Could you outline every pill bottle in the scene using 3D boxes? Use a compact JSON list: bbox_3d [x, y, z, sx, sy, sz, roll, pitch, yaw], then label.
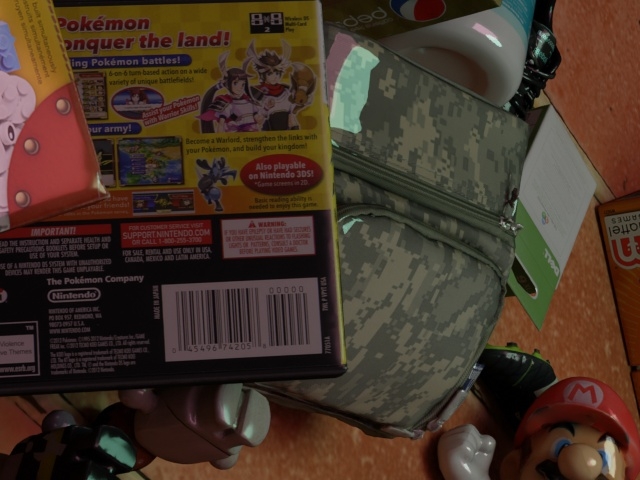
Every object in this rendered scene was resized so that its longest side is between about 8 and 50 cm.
[{"bbox_3d":[0.123,-0.249,1.563,0.146,0.146,0.264,42,49,-41],"label":"pill bottle"}]

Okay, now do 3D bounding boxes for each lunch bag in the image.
[{"bbox_3d":[0.000,0.000,1.289,0.305,0.213,0.256,22,77,-51],"label":"lunch bag"}]

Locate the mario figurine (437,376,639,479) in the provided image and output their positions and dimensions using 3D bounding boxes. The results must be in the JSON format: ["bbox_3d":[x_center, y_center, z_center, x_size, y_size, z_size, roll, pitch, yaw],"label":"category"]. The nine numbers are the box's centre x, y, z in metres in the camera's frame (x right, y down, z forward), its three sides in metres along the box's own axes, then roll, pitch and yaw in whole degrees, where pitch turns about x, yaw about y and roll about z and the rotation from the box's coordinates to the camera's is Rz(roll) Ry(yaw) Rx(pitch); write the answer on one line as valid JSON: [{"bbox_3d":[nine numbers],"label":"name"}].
[{"bbox_3d":[0.197,0.260,1.506,0.198,0.170,0.320,31,62,-30],"label":"mario figurine"}]

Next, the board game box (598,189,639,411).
[{"bbox_3d":[0.566,0.079,1.909,0.356,0.356,0.356,-17,95,-54],"label":"board game box"}]

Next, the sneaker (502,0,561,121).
[{"bbox_3d":[0.157,-0.150,1.620,0.101,0.106,0.267,38,53,-45],"label":"sneaker"}]

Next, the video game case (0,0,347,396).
[{"bbox_3d":[-0.127,-0.031,1.100,0.035,0.275,0.248,128,-41,-78],"label":"video game case"}]

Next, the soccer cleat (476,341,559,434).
[{"bbox_3d":[0.193,0.149,1.635,0.179,0.060,0.072,39,56,-45],"label":"soccer cleat"}]

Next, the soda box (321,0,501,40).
[{"bbox_3d":[0.056,-0.205,1.427,0.061,0.181,0.058,36,54,-45],"label":"soda box"}]

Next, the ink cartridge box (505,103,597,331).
[{"bbox_3d":[0.187,-0.020,1.663,0.109,0.062,0.209,56,42,-29],"label":"ink cartridge box"}]

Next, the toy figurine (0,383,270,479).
[{"bbox_3d":[-0.119,0.198,1.126,0.213,0.148,0.209,-23,94,-52],"label":"toy figurine"}]

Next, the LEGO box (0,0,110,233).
[{"bbox_3d":[-0.355,-0.198,0.769,0.372,0.193,0.500,-22,99,-37],"label":"LEGO box"}]
